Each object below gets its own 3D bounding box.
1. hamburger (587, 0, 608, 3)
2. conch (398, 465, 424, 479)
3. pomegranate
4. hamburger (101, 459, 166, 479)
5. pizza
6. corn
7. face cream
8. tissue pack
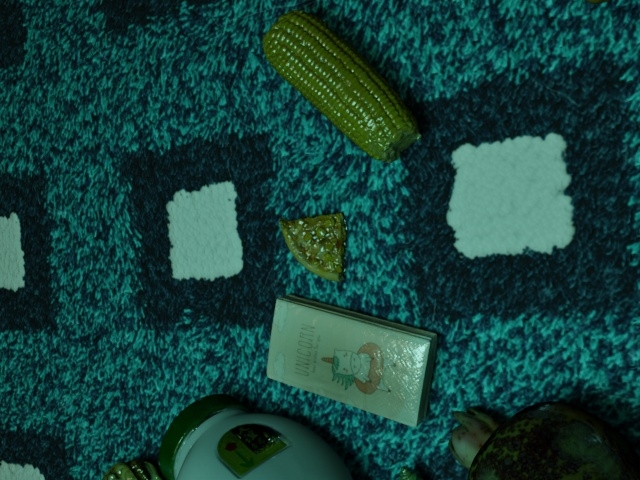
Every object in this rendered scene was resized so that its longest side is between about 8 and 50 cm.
[{"bbox_3d":[0.431,-0.459,0.987,0.277,0.276,0.236,3,107,29],"label":"hamburger"},{"bbox_3d":[0.176,0.497,1.290,0.095,0.080,0.200,13,109,46],"label":"conch"},{"bbox_3d":[0.328,0.363,1.111,0.341,0.285,0.284,31,109,51],"label":"pomegranate"},{"bbox_3d":[-0.410,0.586,1.600,0.183,0.130,0.206,56,134,16],"label":"hamburger"},{"bbox_3d":[0.000,0.000,1.368,0.131,0.041,0.178,-40,75,23],"label":"pizza"},{"bbox_3d":[0.038,-0.277,1.280,0.344,0.131,0.131,48,113,16],"label":"corn"},{"bbox_3d":[-0.121,0.457,1.317,0.357,0.313,0.219,24,129,43],"label":"face cream"},{"bbox_3d":[0.052,0.219,1.336,0.326,0.071,0.170,13,101,27],"label":"tissue pack"}]
